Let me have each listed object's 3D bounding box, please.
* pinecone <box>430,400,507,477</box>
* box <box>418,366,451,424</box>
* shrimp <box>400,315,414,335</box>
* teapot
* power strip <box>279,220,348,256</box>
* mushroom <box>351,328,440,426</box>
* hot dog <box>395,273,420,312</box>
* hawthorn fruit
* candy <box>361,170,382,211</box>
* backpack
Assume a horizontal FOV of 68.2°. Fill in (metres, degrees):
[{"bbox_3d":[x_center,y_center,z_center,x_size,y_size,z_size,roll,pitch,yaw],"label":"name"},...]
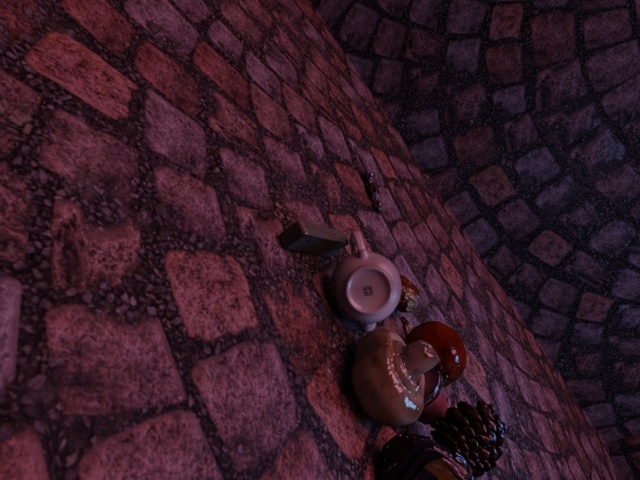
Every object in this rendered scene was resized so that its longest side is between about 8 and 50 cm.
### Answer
[{"bbox_3d":[0.408,0.533,1.298,0.204,0.179,0.184,-44,122,-29],"label":"pinecone"},{"bbox_3d":[0.310,0.459,1.403,0.135,0.151,0.151,54,26,-24],"label":"box"},{"bbox_3d":[0.316,0.321,1.690,0.108,0.023,0.059,55,36,-3],"label":"shrimp"},{"bbox_3d":[0.131,0.119,1.395,0.166,0.208,0.300,44,38,-79],"label":"teapot"},{"bbox_3d":[0.000,0.000,1.423,0.288,0.093,0.053,12,49,-54],"label":"power strip"},{"bbox_3d":[0.208,0.347,1.250,0.254,0.234,0.260,23,42,-53],"label":"mushroom"},{"bbox_3d":[0.290,0.193,1.706,0.146,0.103,0.213,39,15,11],"label":"hot dog"},{"bbox_3d":[0.373,0.361,1.564,0.205,0.205,0.253,49,20,-17],"label":"hawthorn fruit"},{"bbox_3d":[0.238,-0.224,2.102,0.094,0.051,0.226,32,36,-45],"label":"candy"},{"bbox_3d":[0.257,0.583,1.156,0.258,0.206,0.133,44,-16,-5],"label":"backpack"}]
